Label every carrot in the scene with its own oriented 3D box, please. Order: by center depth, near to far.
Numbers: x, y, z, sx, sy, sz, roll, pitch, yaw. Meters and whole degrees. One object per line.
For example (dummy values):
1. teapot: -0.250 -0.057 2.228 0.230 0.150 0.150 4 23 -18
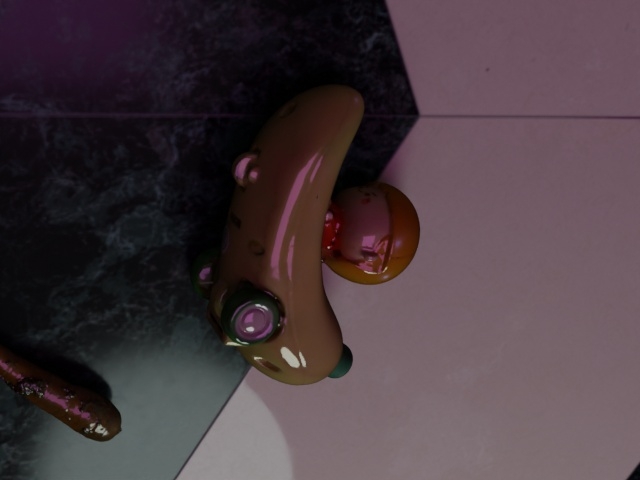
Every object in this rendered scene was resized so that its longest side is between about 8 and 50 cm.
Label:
1. carrot: -0.301 0.137 1.315 0.254 0.049 0.049 38 99 -29

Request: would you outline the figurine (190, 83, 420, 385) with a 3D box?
1. figurine: 0.000 0.000 1.309 0.222 0.124 0.324 5 112 -24
